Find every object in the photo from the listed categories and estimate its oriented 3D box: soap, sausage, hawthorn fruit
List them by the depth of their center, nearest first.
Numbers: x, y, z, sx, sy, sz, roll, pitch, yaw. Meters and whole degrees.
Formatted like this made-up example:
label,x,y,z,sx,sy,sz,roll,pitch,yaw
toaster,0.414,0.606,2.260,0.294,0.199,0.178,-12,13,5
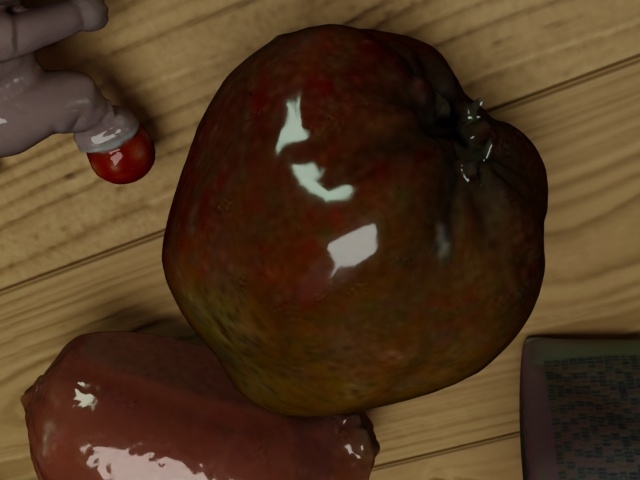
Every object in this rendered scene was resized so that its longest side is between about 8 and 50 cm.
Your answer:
label,x,y,z,sx,sy,sz,roll,pitch,yaw
hawthorn fruit,0.000,0.000,0.490,0.208,0.208,0.248,43,133,-14
soap,0.221,0.168,0.529,0.182,0.199,0.138,-1,121,10
sausage,-0.091,0.147,0.604,0.254,0.148,0.148,20,120,-2

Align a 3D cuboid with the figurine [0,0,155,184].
label,x,y,z,sx,sy,sz,roll,pitch,yaw
figurine,-0.205,-0.146,0.477,0.186,0.176,0.287,-36,133,-18
